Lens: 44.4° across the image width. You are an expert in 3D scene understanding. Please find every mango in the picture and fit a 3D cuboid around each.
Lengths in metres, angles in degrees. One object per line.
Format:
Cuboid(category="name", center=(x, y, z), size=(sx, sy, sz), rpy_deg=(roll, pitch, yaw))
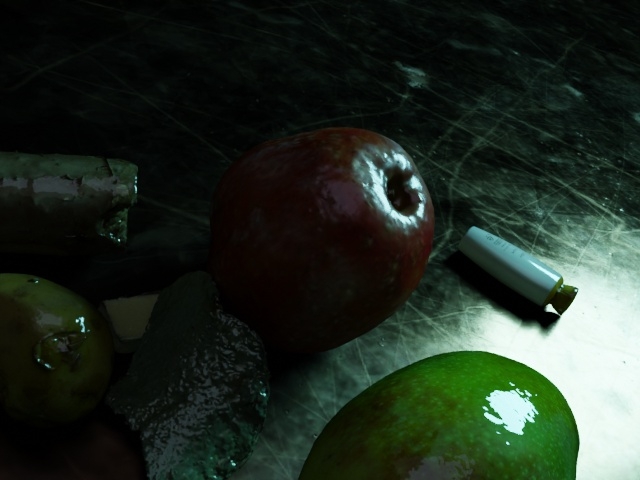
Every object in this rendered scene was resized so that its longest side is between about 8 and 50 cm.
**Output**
Cuboid(category="mango", center=(0.139, 0.216, 0.753), size=(0.225, 0.201, 0.382), rpy_deg=(18, 19, 36))

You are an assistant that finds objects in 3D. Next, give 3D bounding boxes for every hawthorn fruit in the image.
Cuboid(category="hawthorn fruit", center=(0.000, 0.000, 0.924), size=(0.284, 0.284, 0.284), rpy_deg=(13, 37, -10))

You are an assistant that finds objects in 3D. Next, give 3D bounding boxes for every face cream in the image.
Cuboid(category="face cream", center=(0.291, 0.043, 1.160), size=(0.182, 0.051, 0.072), rpy_deg=(33, 37, 19))

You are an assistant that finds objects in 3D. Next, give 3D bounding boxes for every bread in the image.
Cuboid(category="bread", center=(-0.174, 0.089, 0.907), size=(0.153, 0.028, 0.068), rpy_deg=(-9, 46, -34))

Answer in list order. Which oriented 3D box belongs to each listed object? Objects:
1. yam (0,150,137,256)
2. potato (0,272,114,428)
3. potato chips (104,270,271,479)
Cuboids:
Cuboid(category="yam", center=(-0.340, -0.046, 0.923), size=(0.238, 0.128, 0.129), rpy_deg=(0, 75, -17))
Cuboid(category="potato", center=(-0.275, 0.099, 0.765), size=(0.176, 0.137, 0.137), rpy_deg=(45, 42, 14))
Cuboid(category="potato chips", center=(-0.139, 0.136, 0.808), size=(0.167, 0.059, 0.228), rpy_deg=(-29, 64, -13))
